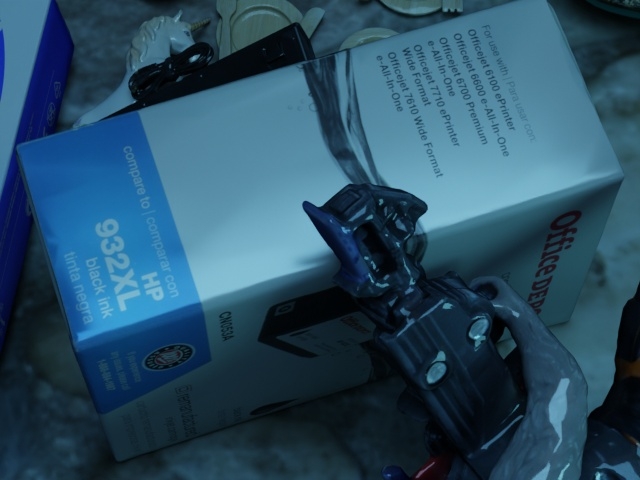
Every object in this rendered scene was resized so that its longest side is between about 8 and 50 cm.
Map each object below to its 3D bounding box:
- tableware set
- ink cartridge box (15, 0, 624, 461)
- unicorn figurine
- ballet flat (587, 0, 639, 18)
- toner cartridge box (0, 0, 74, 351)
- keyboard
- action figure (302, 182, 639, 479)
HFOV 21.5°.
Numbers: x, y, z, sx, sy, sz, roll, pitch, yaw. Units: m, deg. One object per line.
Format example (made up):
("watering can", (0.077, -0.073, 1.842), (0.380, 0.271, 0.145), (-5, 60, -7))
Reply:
("tableware set", (0.013, -0.166, 1.169), (0.169, 0.020, 0.141), (14, 67, 6))
("ink cartridge box", (0.000, 0.000, 0.984), (0.307, 0.223, 0.129), (-17, 67, -8))
("unicorn figurine", (-0.113, -0.085, 1.108), (0.162, 0.060, 0.111), (-35, 64, -11))
("ballet flat", (0.404, -0.232, 1.112), (0.483, 0.182, 0.164), (5, 57, 2))
("toner cartridge box", (-0.274, -0.001, 1.057), (0.165, 0.075, 0.347), (6, 66, 7))
("keyboard", (-0.084, -0.075, 1.052), (0.180, 0.023, 0.108), (-25, 56, 11))
("action figure", (0.145, 0.083, 0.859), (0.330, 0.341, 0.178), (-42, 37, 3))
